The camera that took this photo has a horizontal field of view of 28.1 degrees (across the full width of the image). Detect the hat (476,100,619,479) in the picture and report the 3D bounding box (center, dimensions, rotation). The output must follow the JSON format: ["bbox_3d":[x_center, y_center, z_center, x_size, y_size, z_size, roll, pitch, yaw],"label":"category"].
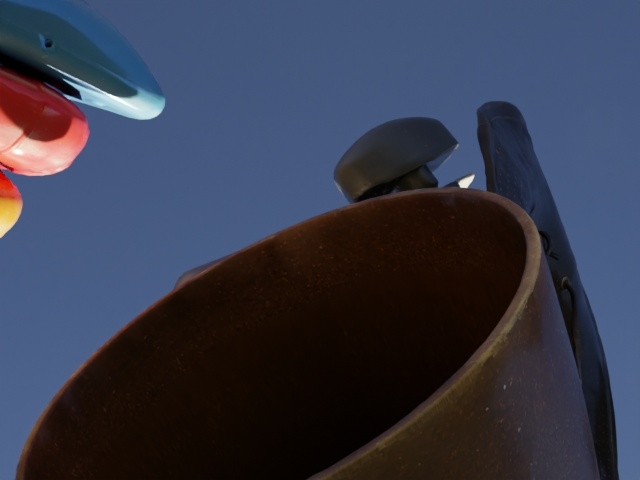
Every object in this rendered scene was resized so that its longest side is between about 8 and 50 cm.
[{"bbox_3d":[0.087,0.091,0.744,0.134,0.331,0.331,-13,-70,16],"label":"hat"}]

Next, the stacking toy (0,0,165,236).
[{"bbox_3d":[-0.208,0.024,0.528,0.166,0.175,0.302,18,-93,35],"label":"stacking toy"}]

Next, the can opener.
[{"bbox_3d":[0.000,0.000,0.828,0.093,0.280,0.074,51,-45,11],"label":"can opener"}]

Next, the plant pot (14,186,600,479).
[{"bbox_3d":[0.030,0.133,0.516,0.215,0.215,0.230,-24,-69,11],"label":"plant pot"}]
